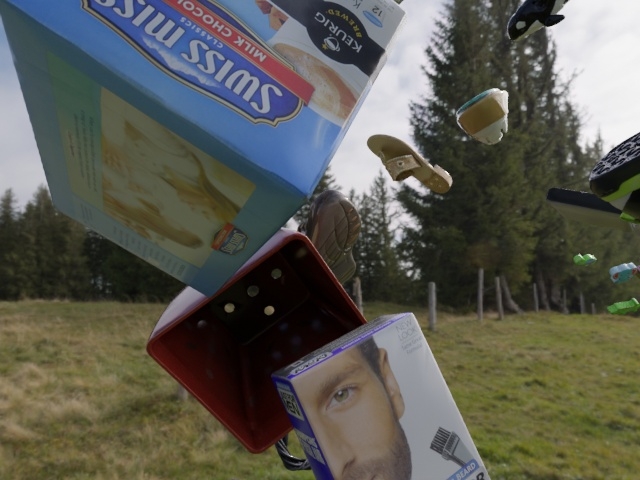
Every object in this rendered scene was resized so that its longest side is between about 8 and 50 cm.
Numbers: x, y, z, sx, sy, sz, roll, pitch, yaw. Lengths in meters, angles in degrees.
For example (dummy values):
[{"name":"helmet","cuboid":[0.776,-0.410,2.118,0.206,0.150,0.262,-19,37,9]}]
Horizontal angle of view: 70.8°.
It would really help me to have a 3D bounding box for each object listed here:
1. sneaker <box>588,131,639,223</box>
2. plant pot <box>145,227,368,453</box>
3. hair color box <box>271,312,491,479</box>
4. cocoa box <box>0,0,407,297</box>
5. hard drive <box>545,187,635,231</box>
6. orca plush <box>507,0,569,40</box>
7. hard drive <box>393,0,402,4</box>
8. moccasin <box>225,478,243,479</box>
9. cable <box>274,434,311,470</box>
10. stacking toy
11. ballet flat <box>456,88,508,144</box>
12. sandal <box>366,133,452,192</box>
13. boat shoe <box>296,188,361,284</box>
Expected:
[{"name":"sneaker","cuboid":[0.335,-0.069,0.360,0.097,0.084,0.234,44,-16,0]},{"name":"plant pot","cuboid":[-0.096,0.128,0.767,0.267,0.267,0.236,-36,24,-3]},{"name":"hair color box","cuboid":[0.095,0.285,0.573,0.185,0.338,0.110,-24,-5,-22]},{"name":"cocoa box","cuboid":[-0.122,-0.117,0.471,0.231,0.228,0.347,33,-28,-11]},{"name":"hard drive","cuboid":[0.383,-0.042,0.633,0.094,0.022,0.135,18,4,39]},{"name":"orca plush","cuboid":[0.651,-0.693,1.262,0.287,0.151,0.102,-21,-38,35]},{"name":"hard drive","cuboid":[-0.064,-0.283,0.639,0.233,0.047,0.353,-15,-5,-46]},{"name":"moccasin","cuboid":[-0.173,0.656,0.842,0.139,0.380,0.147,-1,-46,-13]},{"name":"cable","cuboid":[-0.050,0.454,1.077,0.150,0.184,0.047,43,-54,-16]},{"name":"stacking toy","cuboid":[0.703,0.062,0.988,0.221,0.167,0.052,-17,-50,7]},{"name":"ballet flat","cuboid":[0.264,-0.187,0.707,0.080,0.073,0.232,-30,1,24]},{"name":"sandal","cuboid":[0.210,-0.175,1.117,0.240,0.079,0.088,31,-31,0]},{"name":"boat shoe","cuboid":[0.000,0.000,1.021,0.132,0.130,0.355,-36,-26,-21]}]
